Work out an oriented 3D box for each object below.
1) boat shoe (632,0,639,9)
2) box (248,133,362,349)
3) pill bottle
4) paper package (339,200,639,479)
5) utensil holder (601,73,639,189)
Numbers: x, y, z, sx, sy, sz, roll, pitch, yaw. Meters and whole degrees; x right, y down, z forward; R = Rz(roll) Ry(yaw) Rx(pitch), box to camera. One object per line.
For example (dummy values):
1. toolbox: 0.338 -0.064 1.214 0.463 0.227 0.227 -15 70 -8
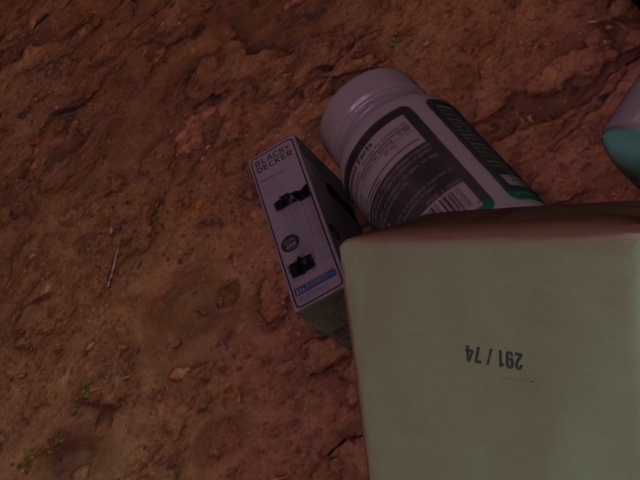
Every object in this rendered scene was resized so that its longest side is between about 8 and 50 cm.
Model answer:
1. boat shoe: 0.493 -0.365 1.314 0.103 0.118 0.320 -35 45 17
2. box: 0.000 0.000 1.393 0.087 0.169 0.290 -31 52 15
3. pill bottle: 0.153 -0.077 1.315 0.204 0.204 0.361 -40 51 8
4. paper package: 0.208 0.122 0.954 0.325 0.168 0.309 -1 99 35
5. utensil holder: 0.557 -0.193 1.055 0.327 0.327 0.385 35 90 39
